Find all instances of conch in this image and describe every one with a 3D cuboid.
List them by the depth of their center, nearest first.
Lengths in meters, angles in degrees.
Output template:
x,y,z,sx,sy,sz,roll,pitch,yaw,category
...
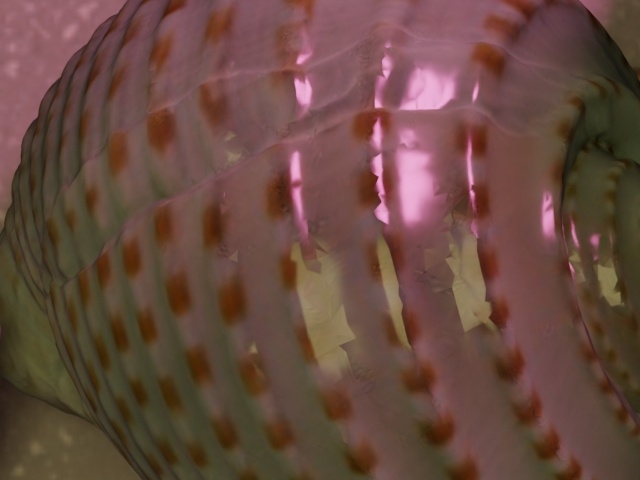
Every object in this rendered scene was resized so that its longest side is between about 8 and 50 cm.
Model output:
x,y,z,sx,sy,sz,roll,pitch,yaw,category
0.002,-0.005,0.760,0.319,0.215,0.303,1,74,4,conch

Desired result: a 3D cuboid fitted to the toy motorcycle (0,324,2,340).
x,y,z,sx,sy,sz,roll,pitch,yaw,category
-0.207,0.037,0.810,0.151,0.074,0.228,-18,98,33,toy motorcycle
